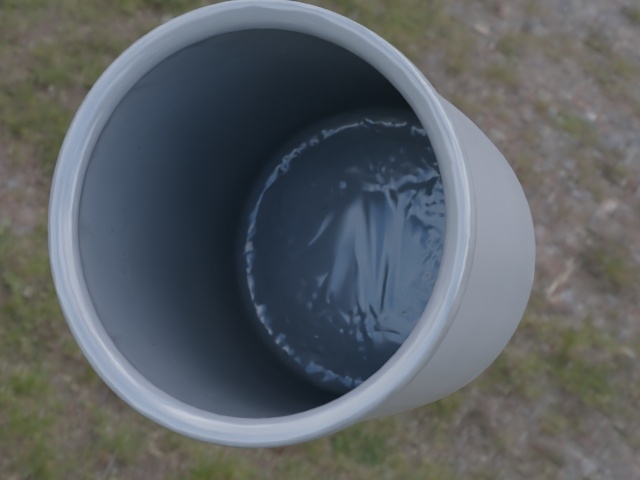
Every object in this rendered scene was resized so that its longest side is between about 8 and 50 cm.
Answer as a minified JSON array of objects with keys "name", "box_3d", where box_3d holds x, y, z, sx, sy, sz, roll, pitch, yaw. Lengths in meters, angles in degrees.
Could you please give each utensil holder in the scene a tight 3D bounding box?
[{"name":"utensil holder","box_3d":[0.000,0.000,1.307,0.328,0.327,0.385,39,6,15]}]
